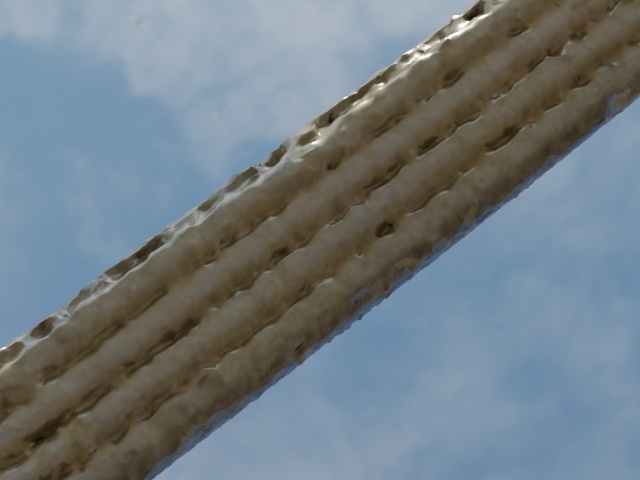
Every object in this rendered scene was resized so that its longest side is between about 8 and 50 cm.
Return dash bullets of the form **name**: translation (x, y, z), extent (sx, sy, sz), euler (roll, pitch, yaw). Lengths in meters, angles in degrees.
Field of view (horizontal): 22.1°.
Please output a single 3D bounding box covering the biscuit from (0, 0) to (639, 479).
- **biscuit**: translation (0.000, 0.000, 0.714), extent (0.426, 0.144, 0.078), euler (-36, -94, -16)
